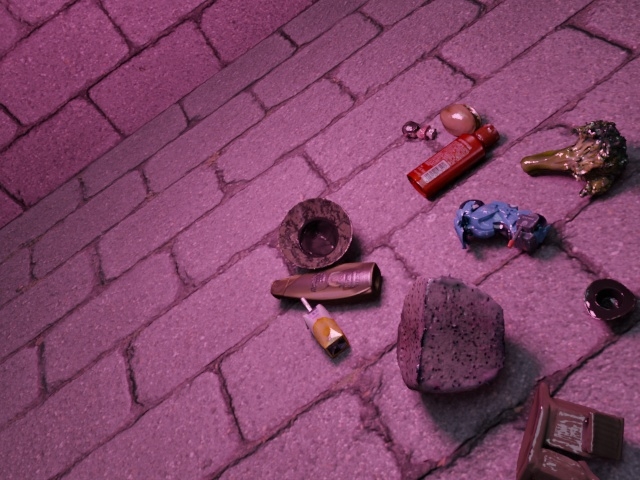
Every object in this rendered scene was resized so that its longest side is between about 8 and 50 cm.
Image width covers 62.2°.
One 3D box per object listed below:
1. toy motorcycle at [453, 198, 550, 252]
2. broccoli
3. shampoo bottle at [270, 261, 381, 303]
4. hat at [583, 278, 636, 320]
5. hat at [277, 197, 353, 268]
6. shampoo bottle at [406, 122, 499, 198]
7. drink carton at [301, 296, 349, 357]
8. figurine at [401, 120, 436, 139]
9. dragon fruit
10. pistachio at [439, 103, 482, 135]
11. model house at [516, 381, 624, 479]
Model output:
[{"bbox_3d":[0.488,-0.038,1.489,0.272,0.123,0.182,19,55,39],"label":"toy motorcycle"},{"bbox_3d":[0.728,-0.207,1.506,0.275,0.177,0.198,-34,75,42],"label":"broccoli"},{"bbox_3d":[0.011,0.138,1.643,0.350,0.084,0.125,-7,51,26],"label":"shampoo bottle"},{"bbox_3d":[0.687,0.150,1.266,0.121,0.050,0.121,-14,43,14],"label":"hat"},{"bbox_3d":[0.000,0.000,1.731,0.266,0.128,0.265,-10,59,18],"label":"hat"},{"bbox_3d":[0.435,-0.264,1.730,0.314,0.076,0.118,-36,44,-1],"label":"shampoo bottle"},{"bbox_3d":[0.002,0.247,1.565,0.084,0.074,0.200,-37,44,-3],"label":"drink carton"},{"bbox_3d":[0.353,-0.399,1.904,0.129,0.054,0.072,16,60,35],"label":"figurine"},{"bbox_3d":[0.319,0.234,1.314,0.221,0.204,0.282,6,81,-2],"label":"dragon fruit"},{"bbox_3d":[0.477,-0.410,1.810,0.113,0.113,0.149,-40,52,-5],"label":"pistachio"},{"bbox_3d":[0.517,0.420,1.100,0.188,0.122,0.229,11,65,30],"label":"model house"}]
